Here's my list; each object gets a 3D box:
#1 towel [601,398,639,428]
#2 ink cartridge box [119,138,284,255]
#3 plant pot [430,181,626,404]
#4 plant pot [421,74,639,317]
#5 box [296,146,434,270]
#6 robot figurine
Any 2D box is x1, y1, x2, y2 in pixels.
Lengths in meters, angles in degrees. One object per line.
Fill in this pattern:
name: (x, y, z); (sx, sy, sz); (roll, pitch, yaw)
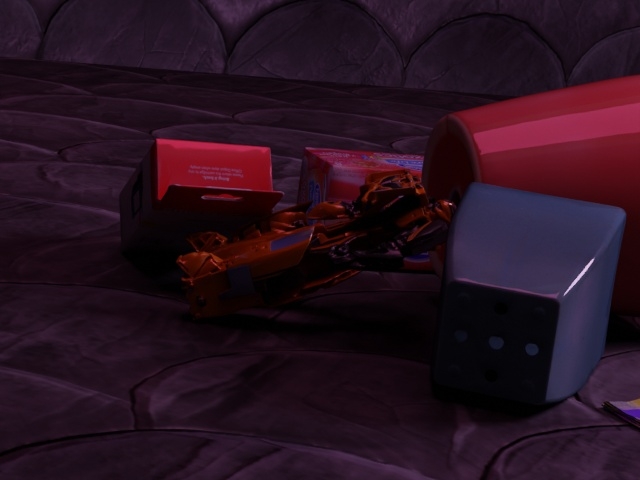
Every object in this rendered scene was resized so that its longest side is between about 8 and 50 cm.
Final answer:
towel: (0.309, 0.163, 1.485); (0.060, 0.009, 0.083); (0, 15, -28)
ink cartridge box: (-0.136, -0.051, 1.783); (0.134, 0.078, 0.231); (3, -19, -20)
plant pot: (0.188, 0.061, 1.541); (0.165, 0.166, 0.234); (11, 18, 14)
plant pot: (0.255, -0.046, 1.772); (0.243, 0.275, 0.275); (-2, 15, -16)
box: (0.107, -0.036, 1.983); (0.256, 0.128, 0.122); (4, 13, -19)
robot figurine: (0.000, 0.000, 1.662); (0.291, 0.085, 0.211); (-18, 13, 3)
